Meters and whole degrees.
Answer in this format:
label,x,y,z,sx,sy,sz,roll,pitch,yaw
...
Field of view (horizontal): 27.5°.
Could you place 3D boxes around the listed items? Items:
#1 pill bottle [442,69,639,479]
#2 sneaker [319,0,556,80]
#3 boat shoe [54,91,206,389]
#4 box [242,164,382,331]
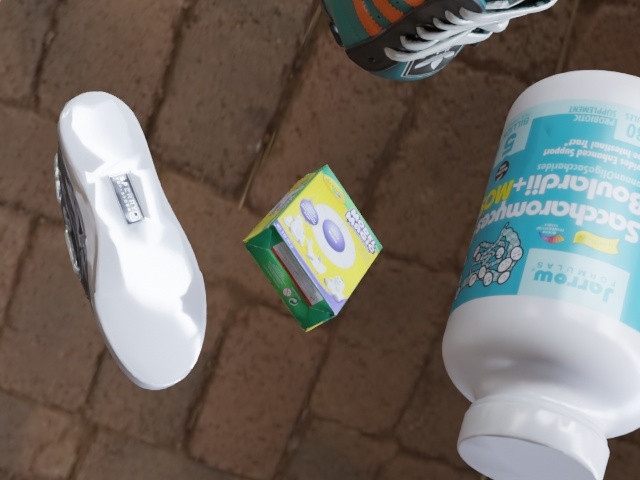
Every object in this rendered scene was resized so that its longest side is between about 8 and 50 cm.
label,x,y,z,sx,sy,sz,roll,pitch,yaw
pill bottle,0.167,0.029,0.866,0.146,0.264,0.146,15,153,8
sneaker,0.074,-0.148,0.743,0.108,0.302,0.121,-12,108,-16
boat shoe,-0.196,0.009,1.271,0.108,0.301,0.102,-14,163,-26
box,0.000,0.000,1.237,0.043,0.179,0.105,-30,101,26
